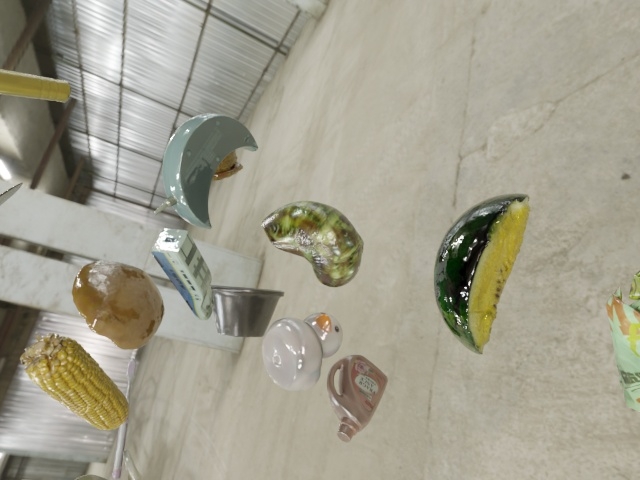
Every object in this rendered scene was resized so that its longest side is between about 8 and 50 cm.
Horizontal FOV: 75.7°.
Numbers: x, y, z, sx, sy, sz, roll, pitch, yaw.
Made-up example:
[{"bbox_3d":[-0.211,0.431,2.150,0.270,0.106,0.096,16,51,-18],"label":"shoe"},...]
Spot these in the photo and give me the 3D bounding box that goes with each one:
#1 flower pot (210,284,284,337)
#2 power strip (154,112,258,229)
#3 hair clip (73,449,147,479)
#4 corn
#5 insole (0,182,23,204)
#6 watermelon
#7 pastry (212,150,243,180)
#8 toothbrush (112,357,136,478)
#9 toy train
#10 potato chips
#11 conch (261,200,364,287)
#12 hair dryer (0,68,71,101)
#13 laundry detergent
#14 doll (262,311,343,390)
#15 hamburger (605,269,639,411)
[{"bbox_3d":[-0.261,0.239,1.396,0.269,0.268,0.166,172,103,-66],"label":"flower pot"},{"bbox_3d":[-0.185,-0.113,0.650,0.044,0.137,0.216,11,62,32],"label":"power strip"},{"bbox_3d":[-0.362,0.531,0.827,0.113,0.282,0.172,-42,31,-22],"label":"hair clip"},{"bbox_3d":[-0.517,0.321,0.899,0.106,0.106,0.305,-101,-4,-51],"label":"corn"},{"bbox_3d":[-0.660,-0.035,0.775,0.086,0.005,0.253,-30,25,34],"label":"insole"},{"bbox_3d":[0.281,0.042,0.725,0.301,0.129,0.123,-69,18,-1],"label":"watermelon"},{"bbox_3d":[-0.322,-0.233,1.171,0.189,0.188,0.103,-123,23,-63],"label":"pastry"},{"bbox_3d":[-0.570,0.517,1.201,0.029,0.024,0.354,-167,85,-74],"label":"toothbrush"},{"bbox_3d":[-0.218,0.074,0.717,0.234,0.051,0.052,80,-161,-49],"label":"toy train"},{"bbox_3d":[-0.370,0.108,0.796,0.062,0.195,0.208,-39,-11,14],"label":"potato chips"},{"bbox_3d":[0.002,-0.002,0.776,0.124,0.181,0.187,-46,56,4],"label":"conch"},{"bbox_3d":[-0.563,-0.279,0.672,0.090,0.278,0.135,30,114,32],"label":"hair dryer"},{"bbox_3d":[0.084,0.442,1.187,0.237,0.171,0.076,-45,-7,-47],"label":"laundry detergent"},{"bbox_3d":[-0.043,0.304,1.184,0.221,0.221,0.251,-103,33,-53],"label":"doll"},{"bbox_3d":[0.402,0.065,0.409,0.235,0.214,0.125,-29,38,-9],"label":"hamburger"}]
